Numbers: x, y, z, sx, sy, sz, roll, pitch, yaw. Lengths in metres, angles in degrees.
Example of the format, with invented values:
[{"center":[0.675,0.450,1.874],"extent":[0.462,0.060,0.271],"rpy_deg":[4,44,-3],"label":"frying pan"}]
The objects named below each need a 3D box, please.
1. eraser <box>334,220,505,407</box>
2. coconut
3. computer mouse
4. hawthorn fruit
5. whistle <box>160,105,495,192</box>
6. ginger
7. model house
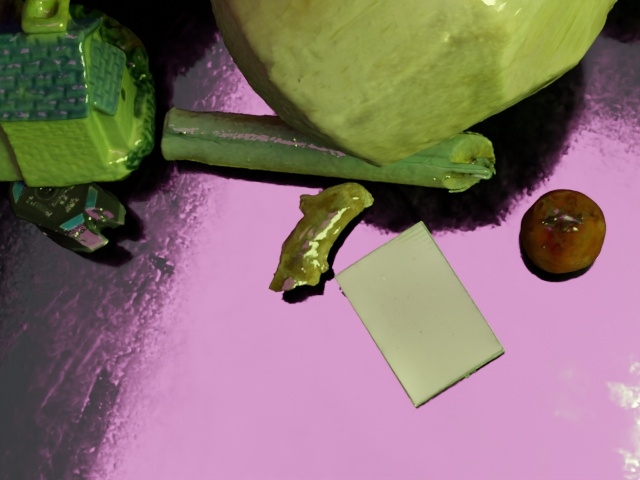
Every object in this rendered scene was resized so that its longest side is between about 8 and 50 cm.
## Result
[{"center":[0.093,0.071,1.194],"extent":[0.104,0.023,0.150],"rpy_deg":[-32,77,1],"label":"eraser"},{"center":[0.098,-0.272,1.058],"extent":[0.415,0.344,0.415],"rpy_deg":[-6,82,44],"label":"coconut"},{"center":[-0.252,-0.034,1.242],"extent":[0.135,0.047,0.079],"rpy_deg":[30,75,20],"label":"computer mouse"},{"center":[0.225,-0.011,1.155],"extent":[0.081,0.093,0.081],"rpy_deg":[-1,81,8],"label":"hawthorn fruit"},{"center":[0.007,-0.088,1.212],"extent":[0.326,0.068,0.057],"rpy_deg":[7,112,8],"label":"whistle"},{"center":[-0.005,-0.003,1.212],"extent":[0.057,0.044,0.137],"rpy_deg":[24,76,40],"label":"ginger"},{"center":[-0.275,-0.173,1.181],"extent":[0.214,0.189,0.195],"rpy_deg":[2,68,10],"label":"model house"}]
